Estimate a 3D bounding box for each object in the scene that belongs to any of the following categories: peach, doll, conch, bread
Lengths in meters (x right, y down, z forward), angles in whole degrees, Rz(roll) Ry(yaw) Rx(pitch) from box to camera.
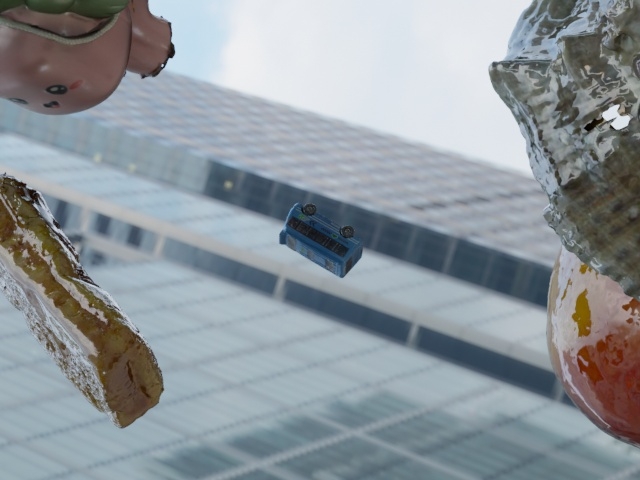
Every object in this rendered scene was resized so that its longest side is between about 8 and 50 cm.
[{"bbox_3d":[0.330,0.054,1.418,0.238,0.281,0.281,-28,-52,-45],"label":"peach"},{"bbox_3d":[-0.287,-0.243,1.666,0.268,0.284,0.216,13,-108,-51],"label":"doll"},{"bbox_3d":[0.179,-0.067,0.766,0.163,0.178,0.245,-6,-104,-70],"label":"conch"},{"bbox_3d":[-0.244,0.049,1.553,0.077,0.271,0.139,-32,-36,-18],"label":"bread"}]

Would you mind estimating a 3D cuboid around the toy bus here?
[{"bbox_3d":[0.000,0.000,1.673,0.046,0.083,0.038,-51,-18,-27],"label":"toy bus"}]
